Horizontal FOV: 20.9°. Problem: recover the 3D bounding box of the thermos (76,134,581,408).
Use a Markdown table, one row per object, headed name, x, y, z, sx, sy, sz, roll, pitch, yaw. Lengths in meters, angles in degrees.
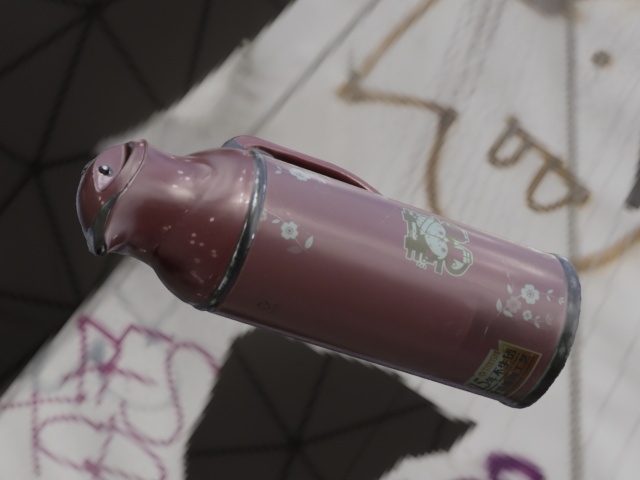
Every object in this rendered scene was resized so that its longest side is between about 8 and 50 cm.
| name | x | y | z | sx | sy | sz | roll | pitch | yaw |
| --- | --- | --- | --- | --- | --- | --- | --- | --- | --- |
| thermos | 0.003 | 0.001 | 1.130 | 0.330 | 0.136 | 0.109 | 18 | -18 | -18 |
